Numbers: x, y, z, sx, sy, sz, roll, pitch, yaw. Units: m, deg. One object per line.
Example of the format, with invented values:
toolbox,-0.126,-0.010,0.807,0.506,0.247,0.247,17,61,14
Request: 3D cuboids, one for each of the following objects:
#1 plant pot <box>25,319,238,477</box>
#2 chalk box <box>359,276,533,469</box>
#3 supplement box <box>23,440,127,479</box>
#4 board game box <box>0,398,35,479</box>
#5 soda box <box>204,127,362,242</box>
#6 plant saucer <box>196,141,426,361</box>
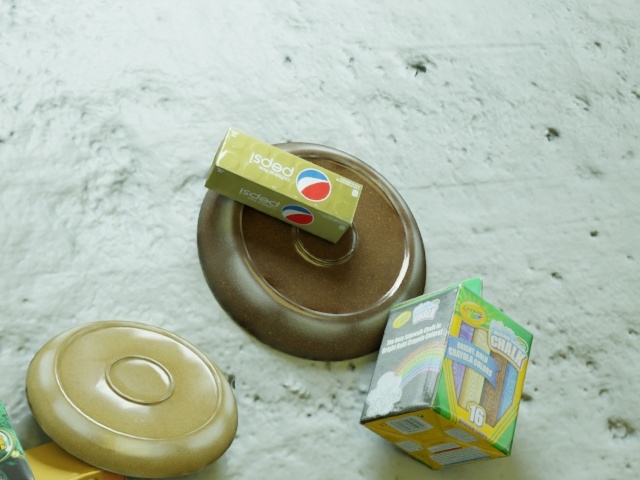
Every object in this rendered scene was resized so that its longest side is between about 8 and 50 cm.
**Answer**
plant pot,-0.198,0.160,1.285,0.236,0.032,0.236,16,32,-11
chalk box,0.157,0.145,1.417,0.132,0.132,0.213,35,56,-25
supplement box,-0.317,0.272,1.203,0.233,0.080,0.078,-14,28,-28
board game box,-0.364,0.222,1.173,0.136,0.030,0.259,-15,39,-22
soda box,-0.046,-0.066,1.452,0.181,0.058,0.061,23,58,-9
plant saucer,0.000,0.000,1.500,0.311,0.050,0.310,9,61,-18
